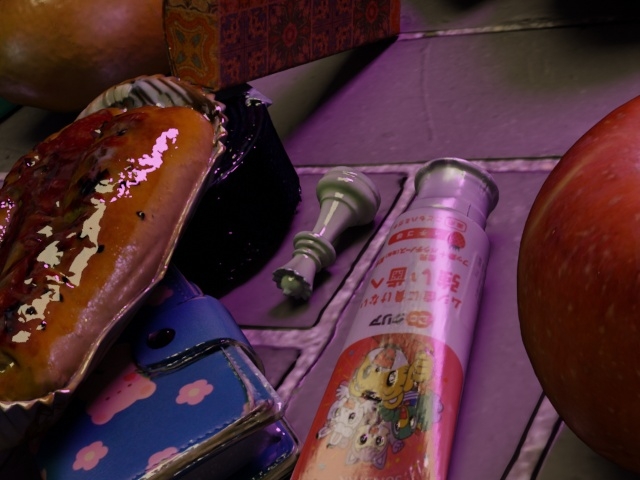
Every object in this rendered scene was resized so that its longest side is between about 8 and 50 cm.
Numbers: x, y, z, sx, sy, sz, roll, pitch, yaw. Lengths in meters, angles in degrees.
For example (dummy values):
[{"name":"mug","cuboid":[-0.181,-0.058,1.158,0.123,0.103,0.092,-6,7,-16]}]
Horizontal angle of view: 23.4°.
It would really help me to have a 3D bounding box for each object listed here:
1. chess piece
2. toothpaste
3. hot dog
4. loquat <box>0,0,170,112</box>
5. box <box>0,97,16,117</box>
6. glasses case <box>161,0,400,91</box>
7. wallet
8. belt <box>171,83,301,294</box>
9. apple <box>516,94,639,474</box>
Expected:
[{"name":"chess piece","cuboid":[0.000,0.000,0.948,0.042,0.042,0.093,5,49,38]},{"name":"toothpaste","cuboid":[0.049,0.054,0.831,0.089,0.057,0.234,-4,45,27]},{"name":"hot dog","cuboid":[-0.155,0.006,0.880,0.162,0.082,0.270,2,47,38]},{"name":"loquat","cuboid":[-0.189,-0.174,1.228,0.195,0.152,0.152,-38,34,-7]},{"name":"box","cuboid":[-0.303,-0.217,1.301,0.311,0.205,0.118,-41,38,-25]},{"name":"glasses case","cuboid":[-0.022,-0.165,1.082,0.049,0.075,0.218,15,25,33]},{"name":"wallet","cuboid":[-0.103,0.087,0.866,0.141,0.059,0.202,-29,32,-10]},{"name":"belt","cuboid":[-0.093,-0.045,1.034,0.151,0.078,0.198,-28,31,-2]},{"name":"apple","cuboid":[0.187,0.022,0.688,0.201,0.162,0.201,-7,37,5]}]
